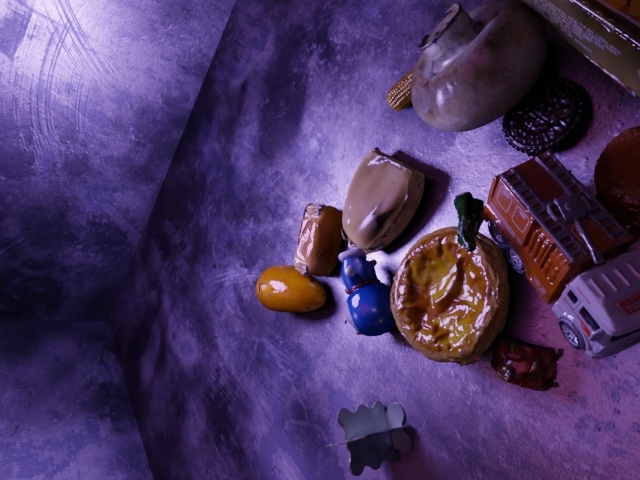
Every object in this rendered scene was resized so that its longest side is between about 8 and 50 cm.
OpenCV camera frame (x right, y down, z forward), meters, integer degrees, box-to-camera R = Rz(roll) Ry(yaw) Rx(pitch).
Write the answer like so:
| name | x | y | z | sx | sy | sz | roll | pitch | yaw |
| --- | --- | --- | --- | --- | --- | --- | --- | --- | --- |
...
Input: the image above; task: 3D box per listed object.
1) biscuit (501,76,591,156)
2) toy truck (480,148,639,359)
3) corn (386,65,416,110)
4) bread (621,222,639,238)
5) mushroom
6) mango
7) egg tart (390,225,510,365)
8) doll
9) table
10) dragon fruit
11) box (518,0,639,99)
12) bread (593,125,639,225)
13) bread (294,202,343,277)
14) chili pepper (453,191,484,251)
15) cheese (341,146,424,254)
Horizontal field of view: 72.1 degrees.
| name | x | y | z | sx | sy | sz | roll | pitch | yaw |
| --- | --- | --- | --- | --- | --- | --- | --- | --- | --- |
| biscuit | 0.526 | -0.291 | 1.034 | 0.195 | 0.053 | 0.194 | -12 | 73 | 45 |
| toy truck | 0.490 | 0.017 | 0.857 | 0.174 | 0.207 | 0.387 | -26 | 59 | 1 |
| corn | 0.291 | -0.479 | 1.304 | 0.231 | 0.080 | 0.080 | -40 | 55 | 33 |
| bread | 0.636 | -0.043 | 0.882 | 0.047 | 0.036 | 0.083 | 48 | 115 | 32 |
| mushroom | 0.361 | -0.425 | 1.057 | 0.352 | 0.260 | 0.352 | -45 | 22 | 24 |
| mango | -0.108 | 0.173 | 1.522 | 0.291 | 0.191 | 0.159 | 9 | 96 | 42 |
| egg tart | 0.329 | 0.133 | 1.096 | 0.342 | 0.132 | 0.340 | -16 | 67 | 43 |
| doll | 0.124 | 0.151 | 1.268 | 0.161 | 0.215 | 0.256 | -29 | 67 | 17 |
| table | 0.129 | 0.527 | 1.184 | 0.167 | 0.199 | 0.166 | -11 | 74 | 44 |
| dragon fruit | 0.443 | 0.269 | 0.980 | 0.147 | 0.096 | 0.102 | 11 | 87 | 45 |
| box | 0.616 | -0.481 | 0.752 | 0.373 | 0.138 | 0.420 | -35 | 60 | 13 |
| bread | 0.624 | -0.130 | 0.828 | 0.199 | 0.104 | 0.198 | -19 | 56 | 31 |
| bread | 0.000 | 0.000 | 1.473 | 0.107 | 0.136 | 0.240 | 14 | 93 | 45 |
| chili pepper | 0.345 | -0.034 | 1.013 | 0.059 | 0.088 | 0.226 | -57 | 2 | 35 |
| cheese | 0.171 | -0.104 | 1.328 | 0.259 | 0.128 | 0.315 | 43 | 111 | 54 |
